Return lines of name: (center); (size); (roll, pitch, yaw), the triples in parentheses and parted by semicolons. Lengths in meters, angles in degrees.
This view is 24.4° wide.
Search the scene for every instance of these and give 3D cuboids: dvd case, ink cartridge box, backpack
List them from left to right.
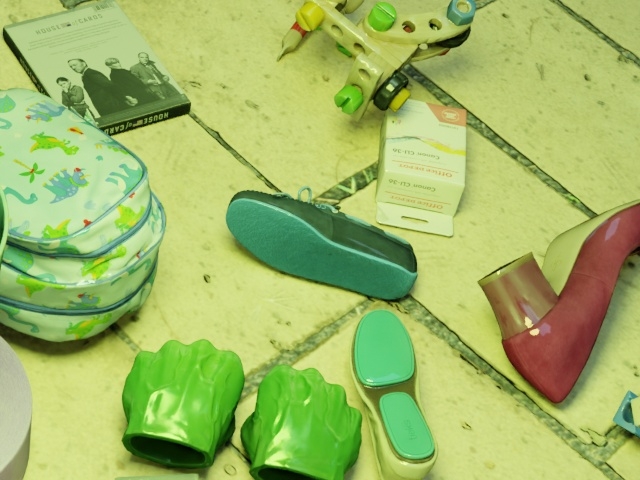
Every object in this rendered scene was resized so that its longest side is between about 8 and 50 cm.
backpack: (-0.354, -0.035, 1.762); (0.355, 0.273, 0.290); (43, 45, 9)
dvd case: (-0.317, -0.242, 2.085); (0.179, 0.029, 0.238); (-19, 55, -28)
ink cartridge box: (0.139, -0.104, 2.040); (0.115, 0.067, 0.198); (10, 47, -5)

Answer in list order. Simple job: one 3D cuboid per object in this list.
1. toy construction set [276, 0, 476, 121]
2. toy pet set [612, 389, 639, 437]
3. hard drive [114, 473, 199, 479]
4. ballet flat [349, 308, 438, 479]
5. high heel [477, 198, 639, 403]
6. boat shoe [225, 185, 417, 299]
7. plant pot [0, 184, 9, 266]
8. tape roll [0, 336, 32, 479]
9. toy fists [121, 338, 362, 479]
toy construction set: (0.035, -0.287, 2.070); (0.257, 0.309, 0.237); (44, 65, -20)
toy pet set: (0.420, 0.239, 1.816); (0.114, 0.065, 0.122); (32, 41, -33)
hard drive: (-0.173, 0.318, 1.611); (0.094, 0.022, 0.135); (-1, 48, -14)
ballet flat: (0.081, 0.193, 1.749); (0.086, 0.086, 0.248); (2, 43, -11)
high heel: (0.362, 0.070, 1.939); (0.377, 0.127, 0.181); (-25, 87, -36)
boat shoe: (0.000, 0.000, 1.907); (0.258, 0.109, 0.089); (27, 38, -11)
plant pot: (-0.472, 0.055, 1.513); (0.293, 0.235, 0.293); (7, 47, -8)
tape roll: (-0.454, 0.201, 1.606); (0.275, 0.090, 0.274); (7, 46, -8)
toy fists: (-0.089, 0.201, 1.691); (0.279, 0.096, 0.142); (14, 57, -2)
